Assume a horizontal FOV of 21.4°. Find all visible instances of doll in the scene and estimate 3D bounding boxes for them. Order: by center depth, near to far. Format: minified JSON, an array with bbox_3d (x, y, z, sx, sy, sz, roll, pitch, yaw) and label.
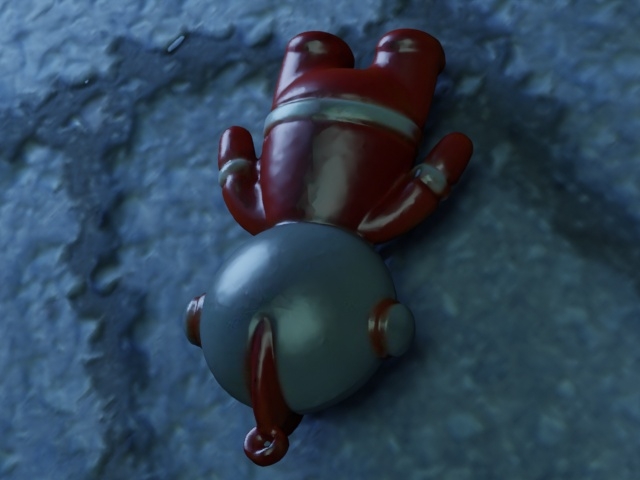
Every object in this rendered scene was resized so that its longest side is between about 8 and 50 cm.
[{"bbox_3d":[0.000,0.000,0.857,0.142,0.076,0.245,0,64,26],"label":"doll"}]
